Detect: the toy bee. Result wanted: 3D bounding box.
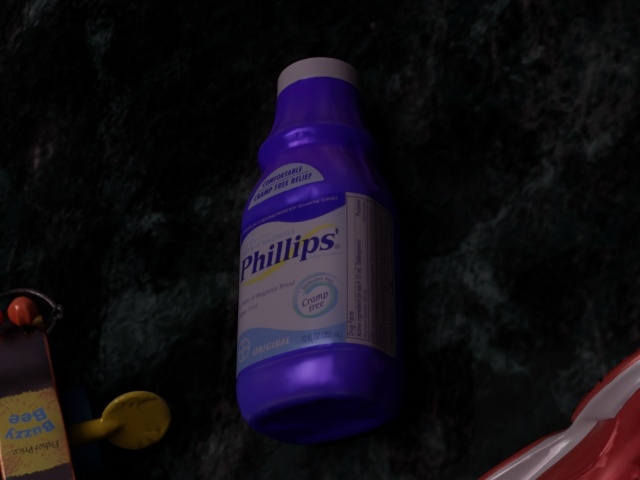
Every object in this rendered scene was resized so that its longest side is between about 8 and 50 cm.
[{"bbox_3d":[-0.234,0.127,1.032,0.195,0.162,0.298,-31,60,-22],"label":"toy bee"}]

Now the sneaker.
[{"bbox_3d":[0.188,0.148,0.772,0.221,0.087,0.128,-45,54,27],"label":"sneaker"}]

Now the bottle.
[{"bbox_3d":[0.000,0.000,0.983,0.118,0.092,0.282,-19,56,32],"label":"bottle"}]
